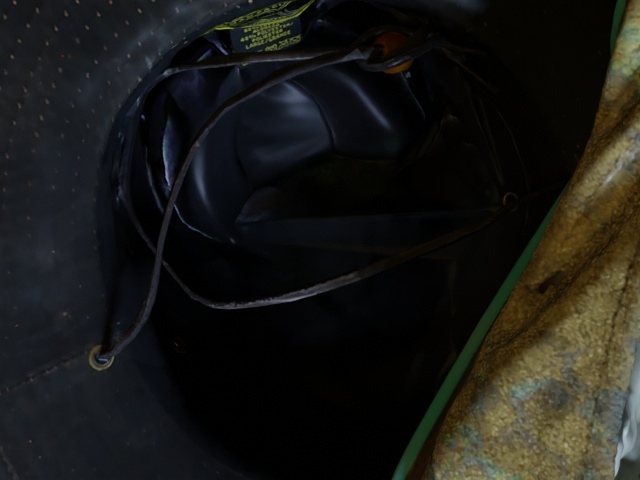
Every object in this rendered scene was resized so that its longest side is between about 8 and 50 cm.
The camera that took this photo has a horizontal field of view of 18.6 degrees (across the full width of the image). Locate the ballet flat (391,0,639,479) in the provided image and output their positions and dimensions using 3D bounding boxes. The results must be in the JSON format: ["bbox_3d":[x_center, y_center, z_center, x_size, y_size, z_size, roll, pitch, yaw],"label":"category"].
[{"bbox_3d":[0.137,-0.024,0.632,0.123,0.123,0.349,28,97,34],"label":"ballet flat"}]

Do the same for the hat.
[{"bbox_3d":[0.000,0.000,0.744,0.134,0.331,0.331,-144,54,-77],"label":"hat"}]
